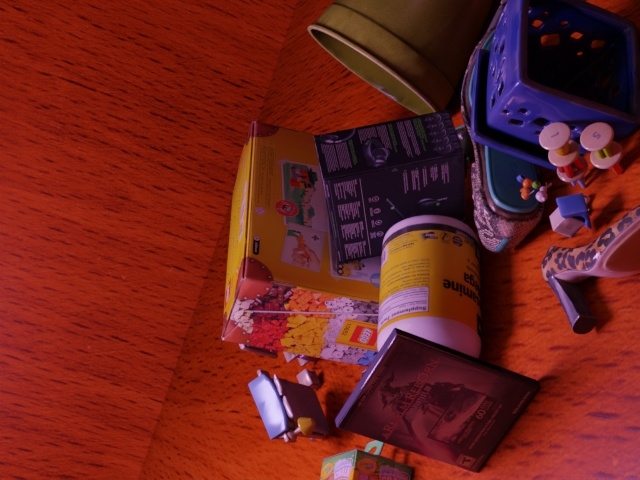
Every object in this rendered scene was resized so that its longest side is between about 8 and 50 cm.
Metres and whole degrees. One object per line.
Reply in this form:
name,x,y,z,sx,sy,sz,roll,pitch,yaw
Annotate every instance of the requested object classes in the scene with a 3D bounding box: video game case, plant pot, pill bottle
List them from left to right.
plant pot,0.221,-0.515,2.252,0.353,0.366,0.366,-55,22,2
pill bottle,0.200,0.134,1.826,0.188,0.188,0.333,-45,32,47
video game case,0.188,0.261,1.603,0.196,0.274,0.026,-60,23,22
plant pot,0.388,-0.263,1.708,0.212,0.236,0.235,129,154,-54

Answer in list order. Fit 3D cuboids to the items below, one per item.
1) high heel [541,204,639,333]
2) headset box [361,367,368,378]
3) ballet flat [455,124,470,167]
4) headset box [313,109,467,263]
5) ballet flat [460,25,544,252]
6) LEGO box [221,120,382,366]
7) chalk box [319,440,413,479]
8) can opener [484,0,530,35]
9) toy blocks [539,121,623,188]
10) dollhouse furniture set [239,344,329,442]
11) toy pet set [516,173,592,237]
high heel,0.428,-0.008,1.534,0.186,0.093,0.261,-101,32,-52
headset box,0.112,0.298,2.102,0.062,0.032,0.083,-41,33,50
ballet flat,0.235,-0.168,2.127,0.280,0.095,0.096,-19,68,48
headset box,0.148,-0.103,1.930,0.246,0.283,0.131,78,-179,-48
ballet flat,0.333,-0.189,1.893,0.182,0.164,0.482,108,170,-57
LEGO box,0.000,0.000,2.156,0.500,0.373,0.193,-90,17,-45
chalk box,0.079,0.471,1.869,0.132,0.132,0.213,-37,37,53
can opener,0.403,-0.459,2.107,0.283,0.076,0.095,-64,-11,12
toy blocks,0.436,-0.130,1.628,0.123,0.148,0.054,6,65,35
dollhouse furniture set,-0.003,0.300,2.236,0.198,0.286,0.303,-35,59,19
toy pet set,0.396,-0.069,1.631,0.065,0.122,0.114,-54,26,38
